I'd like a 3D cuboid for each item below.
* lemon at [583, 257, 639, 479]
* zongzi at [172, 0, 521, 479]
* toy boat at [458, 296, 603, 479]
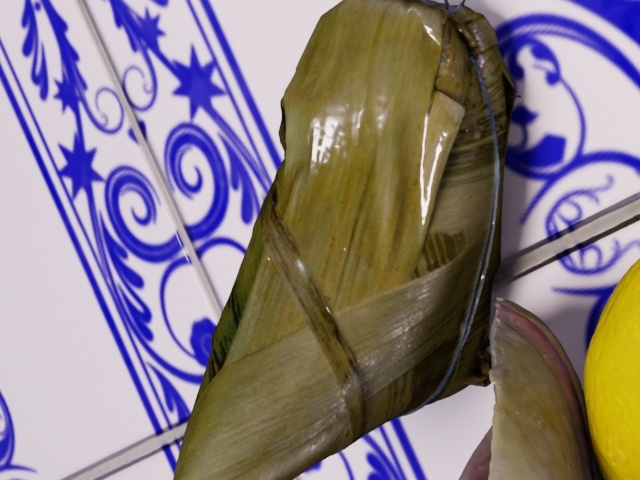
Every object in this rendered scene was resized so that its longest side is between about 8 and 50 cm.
[{"bbox_3d":[0.213,0.075,0.915,0.178,0.178,0.203,36,163,30],"label":"lemon"},{"bbox_3d":[0.000,0.000,1.038,0.125,0.274,0.251,15,114,33],"label":"zongzi"},{"bbox_3d":[0.113,0.149,1.010,0.111,0.276,0.293,0,129,4],"label":"toy boat"}]
